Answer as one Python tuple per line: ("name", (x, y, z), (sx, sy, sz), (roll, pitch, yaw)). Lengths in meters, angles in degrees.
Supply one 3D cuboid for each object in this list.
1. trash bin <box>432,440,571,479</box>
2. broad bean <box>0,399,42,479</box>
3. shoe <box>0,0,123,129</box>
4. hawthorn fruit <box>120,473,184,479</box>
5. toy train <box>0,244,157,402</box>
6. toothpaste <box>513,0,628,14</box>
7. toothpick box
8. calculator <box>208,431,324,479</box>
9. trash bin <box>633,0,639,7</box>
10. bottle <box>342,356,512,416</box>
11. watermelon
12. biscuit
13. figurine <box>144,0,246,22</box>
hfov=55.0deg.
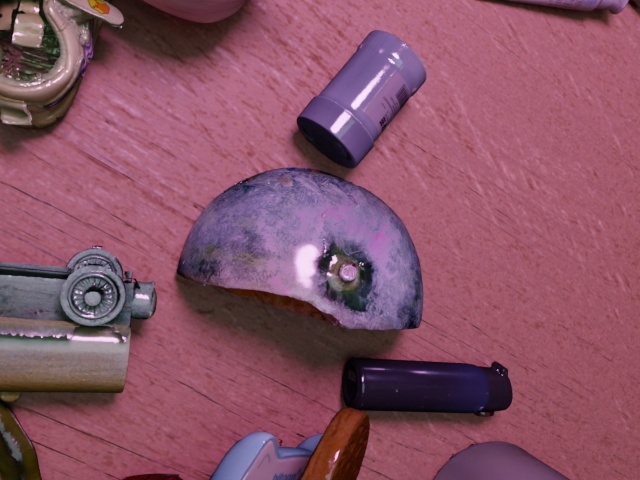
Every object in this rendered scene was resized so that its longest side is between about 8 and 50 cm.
("trash bin", (0.290, 0.420, 0.823), (0.278, 0.262, 0.217), (2, 93, -16))
("broad bean", (-0.379, 0.251, 0.728), (0.069, 0.039, 0.226), (-31, 100, -20))
("shoe", (-0.305, -0.252, 0.691), (0.140, 0.128, 0.262), (14, 92, -31))
("hawthorn fruit", (-0.212, 0.370, 0.737), (0.148, 0.148, 0.171), (-13, 113, -16))
("toy train", (-0.341, 0.092, 0.677), (0.308, 0.126, 0.189), (6, 89, -22))
("toothpaste", (0.340, -0.383, 0.907), (0.234, 0.057, 0.089), (8, 89, -11))
("toothpick box", (0.054, -0.182, 0.802), (0.101, 0.101, 0.153), (42, 81, -15))
("calculator", (-0.108, 0.409, 0.741), (0.256, 0.055, 0.386), (32, 78, -58))
("trash bin", (0.491, -0.446, 0.943), (0.130, 0.059, 0.116), (37, 84, -16))
("bottle", (0.155, 0.210, 0.869), (0.245, 0.072, 0.082), (5, 97, -17))
("watermelon", (0.002, 0.001, 0.758), (0.322, 0.175, 0.188), (9, 91, -18))
("biscuit", (-0.032, 0.395, 0.739), (0.064, 0.283, 0.431), (17, 100, 20))
("figurine", (-0.181, -0.395, 0.631), (0.361, 0.211, 0.253), (47, 68, -33))
